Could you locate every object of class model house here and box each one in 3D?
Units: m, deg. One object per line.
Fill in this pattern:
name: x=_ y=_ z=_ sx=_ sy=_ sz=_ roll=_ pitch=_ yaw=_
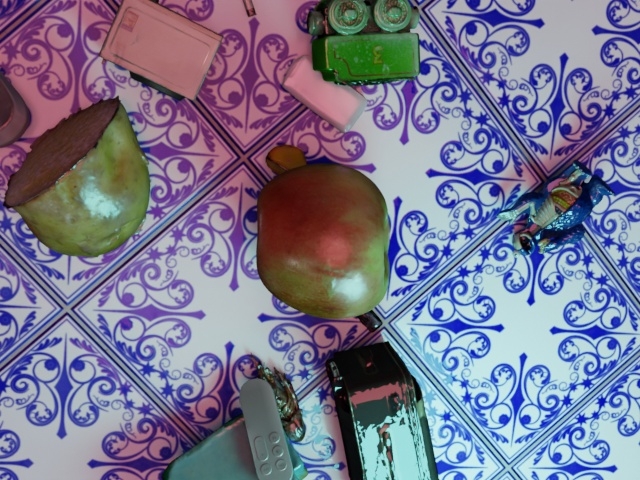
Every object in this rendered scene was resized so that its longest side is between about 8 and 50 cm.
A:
model house: x=-0.171 y=0.556 z=1.779 sx=0.280 sy=0.249 sz=0.230 roll=-32 pitch=65 yaw=-15

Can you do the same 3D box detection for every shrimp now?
shrimp: x=-0.102 y=0.352 z=1.796 sx=0.090 sy=0.079 sz=0.233 roll=-30 pitch=94 yaw=8

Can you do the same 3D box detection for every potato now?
potato: x=-0.446 y=-0.098 z=1.587 sx=0.289 sy=0.301 sz=0.237 roll=-19 pitch=128 yaw=26

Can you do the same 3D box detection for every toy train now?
toy train: x=0.091 y=-0.416 z=1.655 sx=0.243 sy=0.132 sz=0.188 roll=-6 pitch=101 yaw=-17

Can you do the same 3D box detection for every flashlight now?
flashlight: x=-0.155 y=-0.508 z=1.662 sx=0.018 sy=0.018 sz=0.083 roll=-20 pitch=103 yaw=-8

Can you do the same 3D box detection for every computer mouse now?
computer mouse: x=-0.676 y=-0.285 z=1.583 sx=0.128 sy=0.079 sz=0.231 roll=-37 pitch=88 yaw=-5

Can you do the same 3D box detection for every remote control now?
remote control: x=-0.118 y=0.411 z=1.703 sx=0.077 sy=0.022 sz=0.245 roll=-13 pitch=61 yaw=-7
remote control: x=0.102 y=0.169 z=1.829 sx=0.039 sy=0.014 sz=0.096 roll=-41 pitch=103 yaw=-1

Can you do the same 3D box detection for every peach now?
peach: x=-0.076 y=-0.165 z=1.719 sx=0.083 sy=0.050 sz=0.077 roll=-11 pitch=78 yaw=-18

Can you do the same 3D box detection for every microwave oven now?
microwave oven: x=-0.317 y=-0.386 z=1.599 sx=0.205 sy=0.129 sz=0.163 roll=25 pitch=97 yaw=-13

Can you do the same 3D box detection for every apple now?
apple: x=0.000 y=0.000 z=1.634 sx=0.277 sy=0.319 sz=0.319 roll=0 pitch=100 yaw=8

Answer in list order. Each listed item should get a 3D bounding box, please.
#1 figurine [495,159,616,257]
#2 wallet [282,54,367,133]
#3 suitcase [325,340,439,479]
figurine: x=0.533 y=-0.065 z=1.820 sx=0.262 sy=0.121 sz=0.164 roll=-35 pitch=97 yaw=15
wallet: x=0.008 y=-0.318 z=1.717 sx=0.190 sy=0.033 sz=0.095 roll=36 pitch=90 yaw=-14
suitcase: x=0.142 y=0.443 z=1.749 sx=0.194 sy=0.283 sz=0.434 roll=-13 pitch=101 yaw=-4
